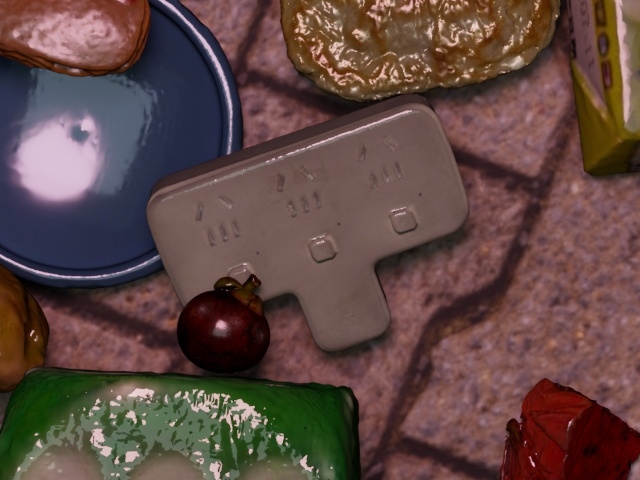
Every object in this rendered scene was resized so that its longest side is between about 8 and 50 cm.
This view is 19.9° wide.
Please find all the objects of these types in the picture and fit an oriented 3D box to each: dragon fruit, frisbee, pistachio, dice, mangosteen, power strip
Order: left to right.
[{"bbox_3d":[-0.301,0.061,1.578,0.100,0.189,0.110,-31,124,-26],"label":"pistachio"},{"bbox_3d":[-0.212,-0.100,1.620,0.290,0.049,0.289,0,90,-3],"label":"frisbee"},{"bbox_3d":[-0.115,0.251,1.486,0.297,0.300,0.287,4,87,4],"label":"dice"},{"bbox_3d":[-0.082,0.073,1.530,0.081,0.081,0.081,0,89,3],"label":"mangosteen"},{"bbox_3d":[0.000,0.000,1.573,0.265,0.059,0.193,-19,110,4],"label":"power strip"},{"bbox_3d":[0.197,0.221,1.595,0.092,0.122,0.192,21,95,43],"label":"dragon fruit"}]

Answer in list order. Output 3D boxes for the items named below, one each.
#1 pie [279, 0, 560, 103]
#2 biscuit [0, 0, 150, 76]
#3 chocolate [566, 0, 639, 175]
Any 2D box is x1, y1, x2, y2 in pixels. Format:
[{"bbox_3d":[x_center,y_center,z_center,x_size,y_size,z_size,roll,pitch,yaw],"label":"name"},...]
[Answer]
[{"bbox_3d":[0.086,-0.225,1.587,0.248,0.090,0.201,-9,87,5],"label":"pie"},{"bbox_3d":[-0.177,-0.259,1.578,0.262,0.052,0.277,24,70,6],"label":"biscuit"},{"bbox_3d":[0.361,-0.213,1.545,0.301,0.137,0.288,-6,88,2],"label":"chocolate"}]
